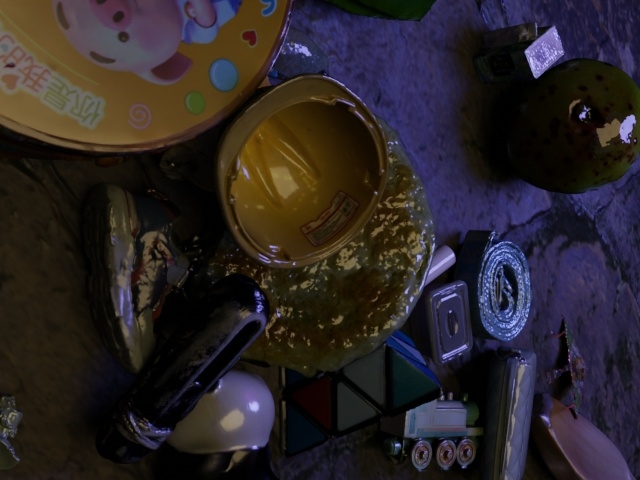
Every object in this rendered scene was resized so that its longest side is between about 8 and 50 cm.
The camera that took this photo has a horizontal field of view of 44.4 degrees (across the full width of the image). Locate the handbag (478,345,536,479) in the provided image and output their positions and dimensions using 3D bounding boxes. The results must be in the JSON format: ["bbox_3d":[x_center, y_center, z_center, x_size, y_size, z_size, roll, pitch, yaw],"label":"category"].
[{"bbox_3d":[0.301,0.301,1.283,0.219,0.079,0.256,1,95,-72],"label":"handbag"}]

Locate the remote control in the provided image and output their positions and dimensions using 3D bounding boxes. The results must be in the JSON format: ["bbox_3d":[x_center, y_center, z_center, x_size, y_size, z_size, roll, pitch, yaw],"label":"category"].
[{"bbox_3d":[-0.152,0.156,0.889,0.266,0.066,0.090,-51,130,0],"label":"remote control"}]

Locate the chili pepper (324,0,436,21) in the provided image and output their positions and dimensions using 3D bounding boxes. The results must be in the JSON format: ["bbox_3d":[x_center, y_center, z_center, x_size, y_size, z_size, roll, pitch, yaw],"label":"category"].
[{"bbox_3d":[0.014,-0.426,0.982,0.384,0.167,0.213,24,83,-37],"label":"chili pepper"}]

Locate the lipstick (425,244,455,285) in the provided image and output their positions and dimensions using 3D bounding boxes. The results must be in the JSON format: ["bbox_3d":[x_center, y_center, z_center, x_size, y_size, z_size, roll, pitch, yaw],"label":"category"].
[{"bbox_3d":[0.156,0.054,1.226,0.130,0.038,0.038,-32,114,-30],"label":"lipstick"}]

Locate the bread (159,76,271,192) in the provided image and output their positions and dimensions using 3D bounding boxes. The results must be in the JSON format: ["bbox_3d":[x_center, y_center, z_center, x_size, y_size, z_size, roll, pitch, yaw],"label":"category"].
[{"bbox_3d":[-0.124,-0.138,0.956,0.177,0.084,0.119,-56,152,-19],"label":"bread"}]

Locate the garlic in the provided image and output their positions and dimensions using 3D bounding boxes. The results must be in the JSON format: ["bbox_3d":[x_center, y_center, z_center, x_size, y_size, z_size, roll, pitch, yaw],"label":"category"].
[{"bbox_3d":[0.491,0.411,1.477,0.318,0.112,0.143,47,45,-24],"label":"garlic"}]

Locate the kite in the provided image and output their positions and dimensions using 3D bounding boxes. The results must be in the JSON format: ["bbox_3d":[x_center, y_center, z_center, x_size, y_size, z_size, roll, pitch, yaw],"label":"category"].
[{"bbox_3d":[0.457,0.235,1.450,0.244,0.006,0.198,8,74,-55],"label":"kite"}]

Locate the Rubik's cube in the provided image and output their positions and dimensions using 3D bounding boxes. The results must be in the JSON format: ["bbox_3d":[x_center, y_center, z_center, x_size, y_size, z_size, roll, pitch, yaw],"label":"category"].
[{"bbox_3d":[0.025,0.216,1.139,0.234,0.284,0.250,-56,160,5],"label":"Rubik's cube"}]

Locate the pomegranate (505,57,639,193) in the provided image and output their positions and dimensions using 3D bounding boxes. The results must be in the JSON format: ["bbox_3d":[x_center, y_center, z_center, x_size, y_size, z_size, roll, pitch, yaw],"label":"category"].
[{"bbox_3d":[0.422,-0.161,1.314,0.231,0.230,0.286,-54,151,-19],"label":"pomegranate"}]

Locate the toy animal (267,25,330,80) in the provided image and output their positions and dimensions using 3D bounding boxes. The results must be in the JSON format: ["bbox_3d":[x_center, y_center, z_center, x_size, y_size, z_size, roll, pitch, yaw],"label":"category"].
[{"bbox_3d":[-0.021,-0.224,1.054,0.079,0.070,0.253,-42,139,14],"label":"toy animal"}]

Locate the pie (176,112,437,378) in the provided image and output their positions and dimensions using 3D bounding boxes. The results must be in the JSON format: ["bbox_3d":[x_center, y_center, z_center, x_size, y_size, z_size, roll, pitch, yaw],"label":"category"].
[{"bbox_3d":[0.000,0.000,1.003,0.296,0.078,0.371,33,75,3],"label":"pie"}]

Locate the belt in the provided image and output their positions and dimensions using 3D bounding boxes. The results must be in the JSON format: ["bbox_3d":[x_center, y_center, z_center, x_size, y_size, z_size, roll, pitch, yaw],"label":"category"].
[{"bbox_3d":[0.282,0.080,1.296,0.147,0.082,0.163,27,77,-36],"label":"belt"}]

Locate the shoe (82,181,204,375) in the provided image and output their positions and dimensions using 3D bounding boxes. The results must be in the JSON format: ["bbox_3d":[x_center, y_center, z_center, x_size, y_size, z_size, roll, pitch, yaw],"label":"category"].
[{"bbox_3d":[-0.202,0.039,0.917,0.125,0.099,0.228,-13,105,-37],"label":"shoe"}]

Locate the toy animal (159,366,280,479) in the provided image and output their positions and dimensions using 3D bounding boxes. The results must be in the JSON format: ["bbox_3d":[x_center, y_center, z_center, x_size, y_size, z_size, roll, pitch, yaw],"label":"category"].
[{"bbox_3d":[-0.121,0.248,0.993,0.166,0.138,0.179,-1,88,-57],"label":"toy animal"}]

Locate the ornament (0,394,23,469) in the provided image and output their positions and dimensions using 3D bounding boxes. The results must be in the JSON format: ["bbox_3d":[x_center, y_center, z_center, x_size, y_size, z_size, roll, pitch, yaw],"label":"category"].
[{"bbox_3d":[-0.360,0.222,0.859,0.092,0.041,0.068,-41,96,-13],"label":"ornament"}]

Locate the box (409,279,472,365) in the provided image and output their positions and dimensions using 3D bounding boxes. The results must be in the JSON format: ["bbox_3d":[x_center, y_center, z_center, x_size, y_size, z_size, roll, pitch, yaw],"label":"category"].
[{"bbox_3d":[0.188,0.126,1.244,0.089,0.062,0.122,-17,107,-34],"label":"box"}]

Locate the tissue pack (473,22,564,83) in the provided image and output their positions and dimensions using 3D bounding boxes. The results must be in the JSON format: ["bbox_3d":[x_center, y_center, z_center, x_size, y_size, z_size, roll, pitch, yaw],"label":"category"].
[{"bbox_3d":[0.311,-0.305,1.254,0.085,0.111,0.079,-42,117,-25],"label":"tissue pack"}]

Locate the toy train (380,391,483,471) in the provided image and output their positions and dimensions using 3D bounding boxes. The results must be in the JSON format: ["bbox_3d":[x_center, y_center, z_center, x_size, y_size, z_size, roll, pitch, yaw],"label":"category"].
[{"bbox_3d":[0.182,0.300,1.253,0.193,0.080,0.125,8,86,-36],"label":"toy train"}]

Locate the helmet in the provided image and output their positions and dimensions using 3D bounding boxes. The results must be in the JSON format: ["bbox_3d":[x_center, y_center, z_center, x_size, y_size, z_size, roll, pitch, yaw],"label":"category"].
[{"bbox_3d":[-0.046,-0.097,0.887,0.205,0.140,0.257,-38,137,-7],"label":"helmet"}]

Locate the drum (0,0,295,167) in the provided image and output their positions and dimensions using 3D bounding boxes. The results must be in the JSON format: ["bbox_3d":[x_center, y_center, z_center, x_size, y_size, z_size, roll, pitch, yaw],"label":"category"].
[{"bbox_3d":[-0.247,-0.285,0.760,0.430,0.214,0.432,-2,93,-33],"label":"drum"}]
